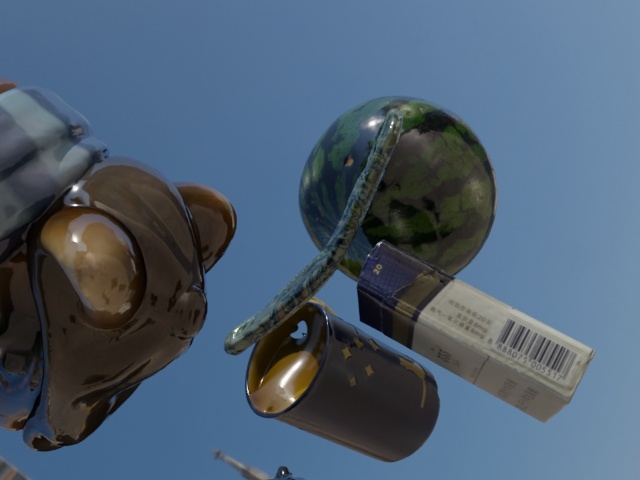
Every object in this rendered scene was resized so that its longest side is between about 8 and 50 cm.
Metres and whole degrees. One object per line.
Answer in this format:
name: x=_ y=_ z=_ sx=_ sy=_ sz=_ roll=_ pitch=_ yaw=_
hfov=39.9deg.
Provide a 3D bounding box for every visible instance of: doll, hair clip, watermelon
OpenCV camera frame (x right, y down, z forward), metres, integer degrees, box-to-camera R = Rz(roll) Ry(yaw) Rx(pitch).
doll: x=-0.230 y=-0.016 z=0.527 sx=0.209 sy=0.339 sz=0.318 roll=-56 pitch=5 yaw=9
hair clip: x=0.002 y=0.001 z=0.676 sx=0.229 sy=0.036 sz=0.066 roll=-54 pitch=10 yaw=8
watermelon: x=0.109 y=-0.065 z=1.262 sx=0.285 sy=0.285 sz=0.285 roll=-32 pitch=-47 yaw=-42

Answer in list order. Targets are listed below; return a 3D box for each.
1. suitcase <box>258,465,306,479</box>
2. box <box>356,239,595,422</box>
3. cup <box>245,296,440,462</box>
suitcase: x=-0.154 y=0.367 z=1.012 sx=0.339 sy=0.345 sz=0.188 roll=125 pitch=142 yaw=-73
box: x=0.164 y=0.105 z=0.997 sx=0.071 sy=0.259 sz=0.168 roll=-57 pitch=-13 yaw=-14
cup: x=0.045 y=0.184 z=1.336 sx=0.256 sy=0.178 sz=0.255 roll=30 pitch=-128 yaw=-33
